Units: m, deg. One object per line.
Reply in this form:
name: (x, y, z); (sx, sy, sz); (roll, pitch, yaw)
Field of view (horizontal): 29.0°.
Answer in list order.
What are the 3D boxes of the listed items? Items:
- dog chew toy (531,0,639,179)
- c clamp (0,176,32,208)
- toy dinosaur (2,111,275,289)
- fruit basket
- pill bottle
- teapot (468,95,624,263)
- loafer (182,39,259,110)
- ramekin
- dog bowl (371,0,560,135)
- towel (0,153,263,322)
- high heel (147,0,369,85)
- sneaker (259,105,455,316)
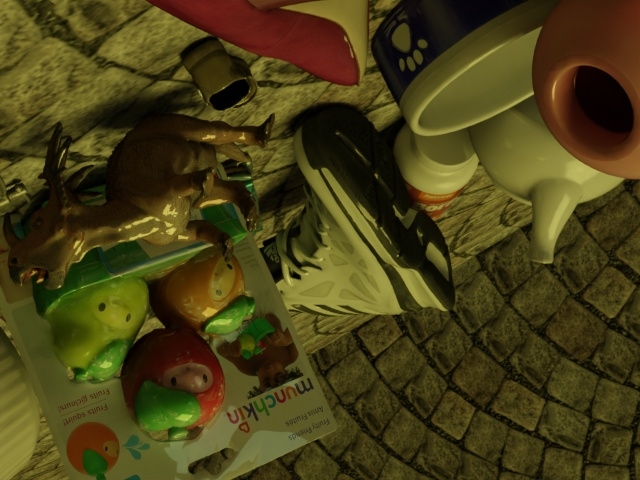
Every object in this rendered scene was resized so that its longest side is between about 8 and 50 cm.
dog chew toy: (0.360, -0.199, 1.230); (0.332, 0.207, 0.206); (-35, 174, -34)
c clamp: (-0.361, -0.023, 1.212); (0.160, 0.022, 0.137); (-25, 168, -13)
toy dinosaur: (-0.166, -0.067, 1.205); (0.296, 0.200, 0.127); (-55, 154, -55)
fruit basket: (-0.168, 0.098, 1.354); (0.327, 0.353, 0.165); (-18, 166, -35)
pill bottle: (0.154, -0.109, 1.751); (0.121, 0.121, 0.216); (-24, 168, -15)
teapot: (0.297, -0.135, 1.618); (0.256, 0.252, 0.187); (-29, 150, -32)
loafer: (-0.094, -0.149, 1.203); (0.056, 0.050, 0.148); (-29, 168, 9)
ramekin: (-0.424, 0.173, 1.357); (0.127, 0.273, 0.273); (-32, 174, -41)
dog bowl: (0.193, -0.228, 1.375); (0.265, 0.104, 0.265); (-27, 168, -6)
towel: (-0.246, 0.019, 1.610); (0.370, 0.040, 0.271); (-26, 167, -7)
high heel: (-0.052, -0.206, 1.029); (0.181, 0.127, 0.377); (1, 174, 4)
sneaker: (0.000, 0.001, 1.656); (0.257, 0.169, 0.447); (-14, 147, 17)
